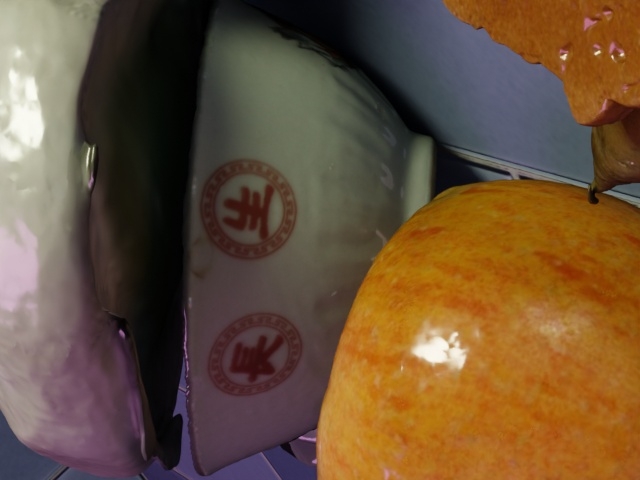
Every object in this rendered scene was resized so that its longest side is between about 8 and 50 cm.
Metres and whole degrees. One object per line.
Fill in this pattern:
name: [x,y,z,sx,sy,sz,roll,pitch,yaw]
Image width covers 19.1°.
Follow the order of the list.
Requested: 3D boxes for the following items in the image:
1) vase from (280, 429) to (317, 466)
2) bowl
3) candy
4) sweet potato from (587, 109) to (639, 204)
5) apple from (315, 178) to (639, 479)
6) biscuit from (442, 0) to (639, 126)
vase: [-0.059,0.028,1.636,0.360,0.165,0.165,47,163,8]
bowl: [0.000,0.000,1.321,0.157,0.337,0.337,3,154,4]
candy: [-0.165,-0.028,1.293,0.186,0.386,0.427,0,133,7]
sweet potato: [0.198,-0.084,0.920,0.075,0.075,0.269,48,152,-5]
apple: [0.152,0.118,1.127,0.275,0.299,0.299,19,150,30]
biscuit: [0.138,-0.144,0.892,0.280,0.043,0.183,4,109,56]
